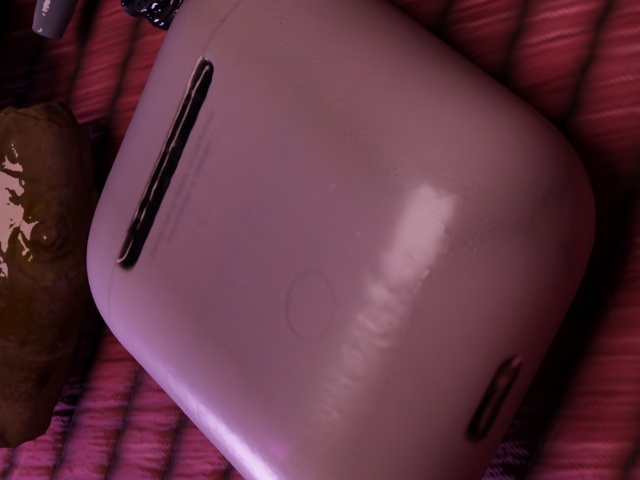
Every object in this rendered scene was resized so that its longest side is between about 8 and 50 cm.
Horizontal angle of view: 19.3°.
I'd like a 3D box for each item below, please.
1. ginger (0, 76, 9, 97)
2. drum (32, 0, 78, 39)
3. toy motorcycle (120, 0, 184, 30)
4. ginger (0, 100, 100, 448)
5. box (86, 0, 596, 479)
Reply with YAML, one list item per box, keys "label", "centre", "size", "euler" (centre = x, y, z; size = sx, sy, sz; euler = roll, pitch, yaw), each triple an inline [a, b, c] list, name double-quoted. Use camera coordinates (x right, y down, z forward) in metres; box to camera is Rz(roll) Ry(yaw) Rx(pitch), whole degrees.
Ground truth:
- label: "ginger"
  centre: [-0.359, -0.221, 1.522]
  size: [0.254, 0.176, 0.418]
  euler: [-41, 56, 3]
- label: "drum"
  centre: [-0.155, -0.274, 1.413]
  size: [0.130, 0.049, 0.253]
  euler: [12, 93, 48]
- label: "toy motorcycle"
  centre: [-0.071, -0.270, 1.295]
  size: [0.263, 0.091, 0.157]
  euler: [-53, 42, 27]
- label: "ginger"
  centre: [-0.225, 0.024, 1.413]
  size: [0.116, 0.109, 0.263]
  euler: [13, 96, 21]
- label: "box"
  centre: [-0.001, 0.000, 1.137]
  size: [0.349, 0.141, 0.288]
  euler: [43, 117, 43]
